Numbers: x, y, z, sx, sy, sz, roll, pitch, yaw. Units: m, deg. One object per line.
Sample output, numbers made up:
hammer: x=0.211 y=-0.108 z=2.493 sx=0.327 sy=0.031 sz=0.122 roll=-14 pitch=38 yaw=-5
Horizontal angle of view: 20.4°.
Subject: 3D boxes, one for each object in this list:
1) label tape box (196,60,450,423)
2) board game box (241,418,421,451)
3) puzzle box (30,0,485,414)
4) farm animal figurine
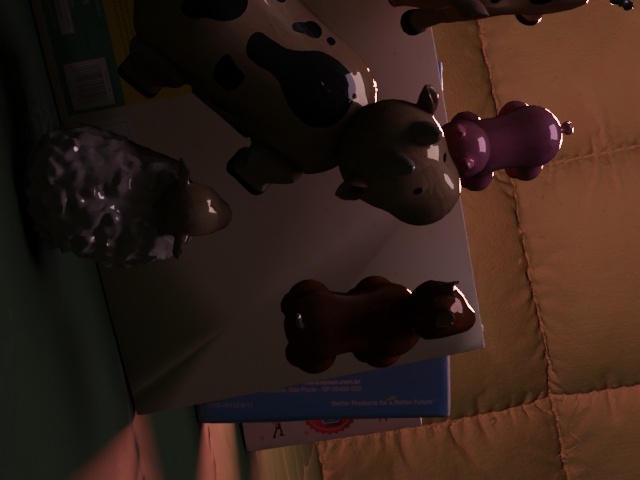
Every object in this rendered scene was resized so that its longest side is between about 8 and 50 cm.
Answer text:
label tape box: x=0.000 y=0.000 z=1.760 sx=0.115 sy=0.249 sz=0.348 roll=-66 pitch=155 yaw=-87
board game box: x=0.005 y=0.160 z=2.299 sx=0.303 sy=0.224 sz=0.098 roll=-93 pitch=175 yaw=-76
puzzle box: x=-0.044 y=-0.086 z=1.277 sx=0.052 sy=0.272 sz=0.409 roll=-97 pitch=176 yaw=-68
farm animal figurine: x=0.021 y=-0.093 z=1.099 sx=0.330 sy=0.326 sz=0.172 roll=-68 pitch=-167 yaw=-13
